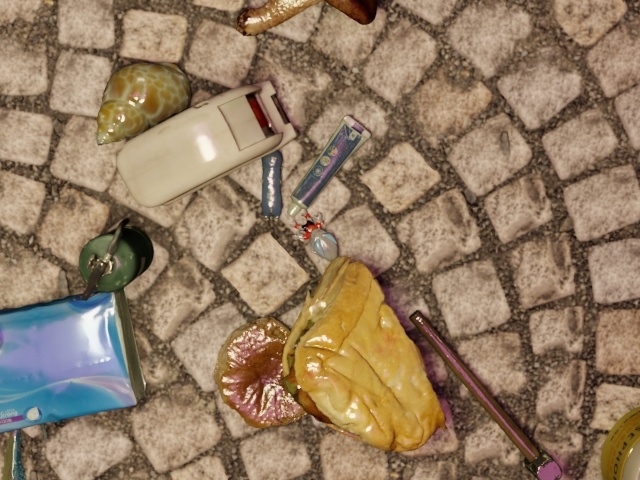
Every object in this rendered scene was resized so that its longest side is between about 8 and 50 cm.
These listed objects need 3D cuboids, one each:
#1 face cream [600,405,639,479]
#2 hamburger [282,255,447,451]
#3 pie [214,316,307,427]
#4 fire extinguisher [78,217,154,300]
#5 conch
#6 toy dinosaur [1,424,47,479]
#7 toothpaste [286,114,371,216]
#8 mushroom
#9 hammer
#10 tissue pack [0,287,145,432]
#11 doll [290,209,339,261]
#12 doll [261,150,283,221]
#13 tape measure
[{"bbox_3d":[0.604,0.398,1.767,0.218,0.179,0.218,0,95,-3],"label":"face cream"},{"bbox_3d":[0.039,0.210,1.698,0.209,0.162,0.330,-29,96,-28],"label":"hamburger"},{"bbox_3d":[-0.088,0.232,1.788,0.195,0.046,0.195,0,96,-2],"label":"pie"},{"bbox_3d":[-0.323,0.028,1.634,0.093,0.294,0.118,26,93,-3],"label":"fire extinguisher"},{"bbox_3d":[-0.291,-0.232,1.711,0.172,0.106,0.116,-10,115,-15],"label":"conch"},{"bbox_3d":[-0.539,0.477,1.777,0.147,0.076,0.363,-2,89,-23],"label":"toy dinosaur"},{"bbox_3d":[0.007,-0.120,1.766,0.057,0.035,0.197,37,90,-11],"label":"toothpaste"},{"bbox_3d":[-0.038,-0.393,1.708,0.217,0.148,0.227,-43,86,20],"label":"mushroom"},{"bbox_3d":[0.275,0.266,1.791,0.043,0.111,0.365,-41,89,0],"label":"hammer"},{"bbox_3d":[-0.440,0.197,1.719,0.263,0.146,0.198,-11,94,-2],"label":"tissue pack"},{"bbox_3d":[0.000,-0.001,1.775,0.114,0.039,0.057,47,49,3],"label":"doll"},{"bbox_3d":[-0.082,-0.094,1.769,0.037,0.027,0.125,1,98,-2],"label":"doll"},{"bbox_3d":[-0.182,-0.156,1.655,0.258,0.265,0.130,-25,94,7],"label":"tape measure"}]
